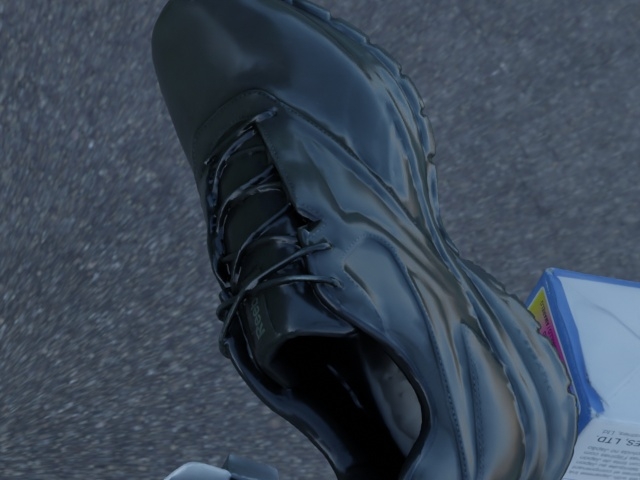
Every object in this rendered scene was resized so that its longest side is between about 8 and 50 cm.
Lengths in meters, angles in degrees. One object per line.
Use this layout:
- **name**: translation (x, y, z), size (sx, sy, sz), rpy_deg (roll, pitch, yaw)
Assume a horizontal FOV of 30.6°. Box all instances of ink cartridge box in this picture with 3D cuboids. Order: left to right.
- **ink cartridge box**: translation (0.237, 0.221, 0.977), size (0.270, 0.395, 0.151), rpy_deg (10, 42, -15)

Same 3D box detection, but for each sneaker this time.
- **sneaker**: translation (0.000, 0.000, 0.511), size (0.130, 0.109, 0.286), rpy_deg (-12, 63, -53)

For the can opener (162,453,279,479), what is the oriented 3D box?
- **can opener**: translation (0.033, 0.192, 0.617), size (0.283, 0.095, 0.076), rpy_deg (22, 110, -19)
